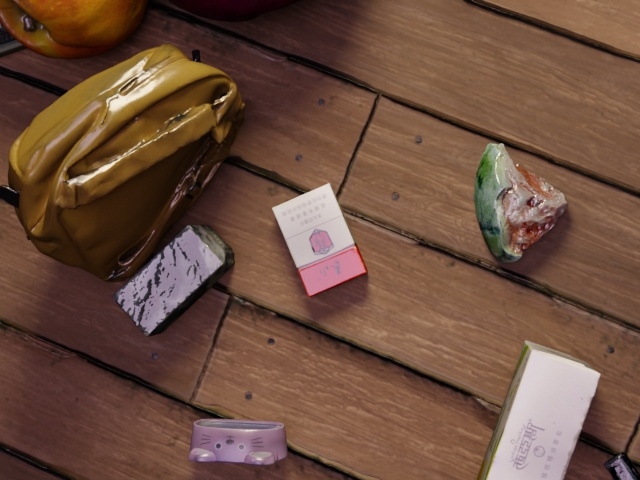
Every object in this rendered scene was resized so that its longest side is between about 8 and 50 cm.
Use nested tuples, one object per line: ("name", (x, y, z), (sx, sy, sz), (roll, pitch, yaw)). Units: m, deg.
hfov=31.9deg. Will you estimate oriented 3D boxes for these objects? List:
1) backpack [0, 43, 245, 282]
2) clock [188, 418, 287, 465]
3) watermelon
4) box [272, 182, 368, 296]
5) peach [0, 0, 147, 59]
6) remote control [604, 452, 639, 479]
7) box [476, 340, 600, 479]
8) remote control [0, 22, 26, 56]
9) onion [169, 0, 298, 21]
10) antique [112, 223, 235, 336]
("backpack", (-0.285, -0.121, 1.653), (0.378, 0.353, 0.201), (-40, 72, -20))
("clock", (-0.130, 0.309, 1.722), (0.153, 0.110, 0.050), (1, 90, 8))
("watermelon", (0.306, -0.063, 1.697), (0.139, 0.071, 0.187), (-6, 87, 3))
("box", (0.000, 0.000, 1.745), (0.100, 0.048, 0.152), (-23, 83, 8))
("peach", (-0.379, -0.422, 1.717), (0.281, 0.238, 0.281), (5, 80, -32))
("remote control", (0.469, 0.368, 1.687), (0.039, 0.014, 0.096), (-33, 83, 6))
("box", (0.308, 0.287, 1.621), (0.111, 0.194, 0.260), (17, 90, 8))
("remote control", (-0.596, -0.343, 1.839), (0.285, 0.038, 0.123), (-15, 87, 7))
("onion", (-0.086, -0.541, 1.575), (0.398, 0.420, 0.398), (9, 64, -19))
("antique", (-0.224, 0.057, 1.753), (0.183, 0.088, 0.086), (-43, 84, 4))
